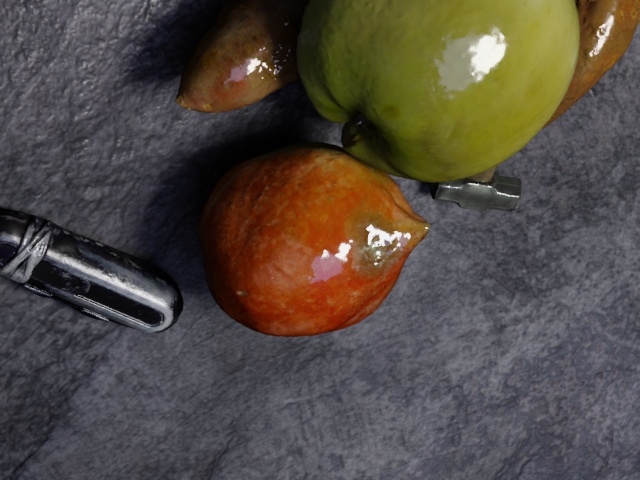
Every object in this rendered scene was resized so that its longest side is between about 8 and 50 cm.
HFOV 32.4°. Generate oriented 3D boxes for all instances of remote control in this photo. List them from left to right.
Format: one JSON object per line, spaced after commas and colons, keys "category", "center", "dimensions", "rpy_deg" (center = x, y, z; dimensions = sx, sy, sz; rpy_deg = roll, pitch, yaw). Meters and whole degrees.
{"category": "remote control", "center": [-0.274, 0.043, 1.265], "dimensions": [0.266, 0.066, 0.090], "rpy_deg": [26, 102, -33]}

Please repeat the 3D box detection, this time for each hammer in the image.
{"category": "hammer", "center": [0.236, -0.188, 1.305], "dimensions": [0.111, 0.043, 0.365], "rpy_deg": [10, 127, -10]}

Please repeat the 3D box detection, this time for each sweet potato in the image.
{"category": "sweet potato", "center": [-0.006, -0.267, 1.177], "dimensions": [0.385, 0.109, 0.109], "rpy_deg": [-45, 126, -8]}
{"category": "sweet potato", "center": [0.337, -0.276, 1.314], "dimensions": [0.095, 0.106, 0.354], "rpy_deg": [27, 111, 3]}

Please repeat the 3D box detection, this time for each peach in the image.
{"category": "peach", "center": [0.000, 0.000, 1.243], "dimensions": [0.257, 0.232, 0.232], "rpy_deg": [3, 125, 19]}

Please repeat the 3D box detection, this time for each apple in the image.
{"category": "apple", "center": [0.135, -0.190, 1.135], "dimensions": [0.257, 0.233, 0.295], "rpy_deg": [-54, 159, -12]}
